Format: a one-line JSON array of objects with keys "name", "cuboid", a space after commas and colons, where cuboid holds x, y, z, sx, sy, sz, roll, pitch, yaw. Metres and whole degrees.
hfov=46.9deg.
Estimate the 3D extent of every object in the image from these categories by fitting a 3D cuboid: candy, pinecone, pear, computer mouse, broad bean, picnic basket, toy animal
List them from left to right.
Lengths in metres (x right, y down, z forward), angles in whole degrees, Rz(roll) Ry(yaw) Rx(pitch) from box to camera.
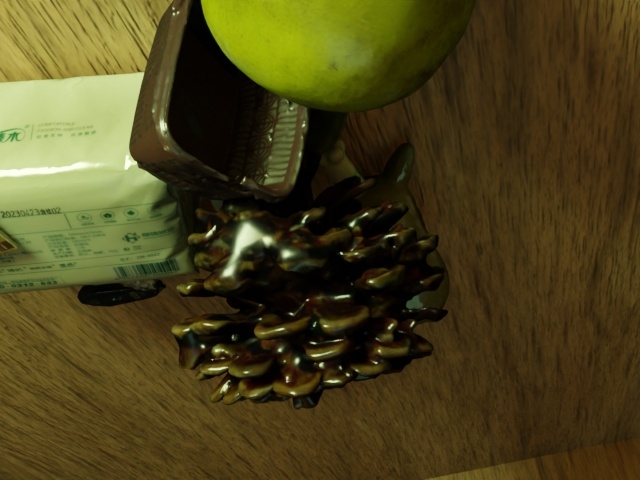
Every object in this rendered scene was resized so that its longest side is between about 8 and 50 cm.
[{"name": "computer mouse", "cuboid": [-0.383, 0.087, 1.422, 0.172, 0.057, 0.099, -8, 158, -1]}, {"name": "candy", "cuboid": [-0.334, 0.044, 1.343, 0.110, 0.095, 0.085, 10, 100, -8]}, {"name": "picnic basket", "cuboid": [-0.125, -0.188, 0.923, 0.222, 0.297, 0.129, 25, 152, -37]}, {"name": "broad bean", "cuboid": [-0.039, -0.180, 1.108, 0.153, 0.072, 0.206, 14, 139, -36]}, {"name": "pinecone", "cuboid": [-0.015, 0.059, 1.058, 0.397, 0.398, 0.398, -5, 144, -4]}, {"name": "pear", "cuboid": [0.040, -0.277, 0.829, 0.287, 0.287, 0.375, -29, 153, 26]}, {"name": "toy animal", "cuboid": [0.108, -0.028, 1.285, 0.181, 0.180, 0.363, -24, 103, -11]}]

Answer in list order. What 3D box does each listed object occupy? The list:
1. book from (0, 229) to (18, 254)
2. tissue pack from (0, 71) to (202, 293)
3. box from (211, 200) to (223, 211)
[{"name": "book", "cuboid": [-0.504, -0.002, 0.962, 0.172, 0.012, 0.118, -15, 142, 13]}, {"name": "tissue pack", "cuboid": [-0.375, -0.075, 1.071, 0.380, 0.207, 0.297, -4, 146, -4]}, {"name": "box", "cuboid": [-0.109, -0.087, 1.250, 0.154, 0.040, 0.084, -15, 145, 7]}]
